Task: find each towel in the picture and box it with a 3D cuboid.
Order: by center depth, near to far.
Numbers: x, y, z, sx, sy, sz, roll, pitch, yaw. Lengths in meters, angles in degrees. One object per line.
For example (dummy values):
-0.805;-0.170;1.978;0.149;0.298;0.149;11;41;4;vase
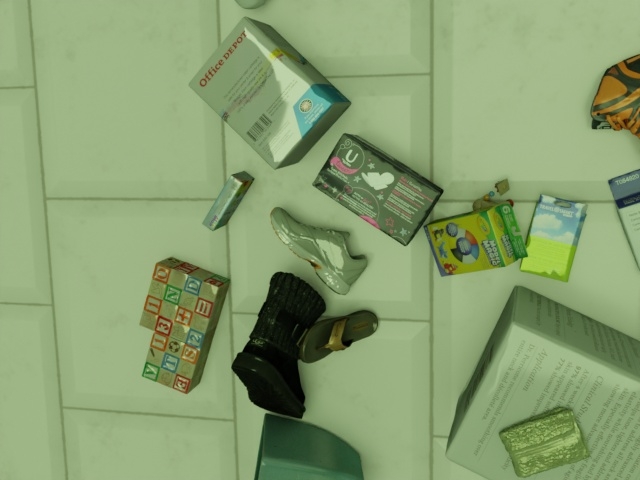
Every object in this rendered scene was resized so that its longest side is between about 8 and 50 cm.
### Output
0.423;0.383;1.477;0.148;0.027;0.110;-24;93;17;towel

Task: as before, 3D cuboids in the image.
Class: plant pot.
-0.032;0.589;1.862;0.253;0.248;0.246;10;102;-4;plant pot

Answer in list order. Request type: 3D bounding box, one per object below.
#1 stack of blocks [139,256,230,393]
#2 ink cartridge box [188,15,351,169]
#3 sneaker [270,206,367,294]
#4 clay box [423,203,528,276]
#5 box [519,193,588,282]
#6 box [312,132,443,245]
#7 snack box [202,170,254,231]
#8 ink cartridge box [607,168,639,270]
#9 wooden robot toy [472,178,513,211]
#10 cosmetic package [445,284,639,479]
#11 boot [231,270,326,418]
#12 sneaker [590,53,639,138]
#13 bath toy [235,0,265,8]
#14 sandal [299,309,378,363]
-0.354;0.211;1.950;0.171;0.087;0.297;20;104;10;stack of blocks
-0.108;-0.326;1.739;0.270;0.197;0.198;45;107;3;ink cartridge box
0.000;0.000;1.832;0.262;0.099;0.121;43;99;-4;sneaker
0.335;0.001;1.701;0.222;0.053;0.127;-15;97;53;clay box
0.512;-0.007;1.719;0.109;0.042;0.178;14;102;11;box
0.133;-0.119;1.733;0.247;0.163;0.142;34;102;6;box
-0.218;-0.095;1.857;0.037;0.100;0.141;35;105;5;snack box
0.752;-0.060;1.649;0.223;0.045;0.223;-21;93;17;ink cartridge box
0.376;-0.063;1.743;0.079;0.076;0.173;31;124;51;wooden robot toy
0.516;0.347;1.632;0.394;0.327;0.329;26;105;9;cosmetic package
-0.075;0.258;1.857;0.131;0.348;0.260;13;60;19;boot
0.659;-0.220;1.612;0.180;0.125;0.320;-11;81;21;sneaker
-0.054;-0.628;1.713;0.349;0.129;0.151;-16;61;15;bath toy
0.050;0.222;1.802;0.220;0.060;0.089;-14;107;-28;sandal
